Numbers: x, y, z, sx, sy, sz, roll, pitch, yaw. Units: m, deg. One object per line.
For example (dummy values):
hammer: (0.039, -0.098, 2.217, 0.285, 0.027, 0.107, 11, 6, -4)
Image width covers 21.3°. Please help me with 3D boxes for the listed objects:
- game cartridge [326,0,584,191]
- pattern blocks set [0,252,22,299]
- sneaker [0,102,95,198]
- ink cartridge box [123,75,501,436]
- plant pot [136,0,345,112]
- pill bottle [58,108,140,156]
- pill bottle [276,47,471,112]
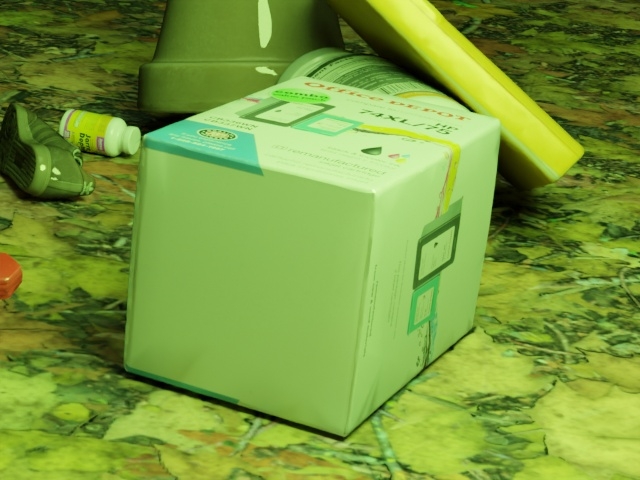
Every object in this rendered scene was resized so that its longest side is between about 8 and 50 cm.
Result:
game cartridge: (0.124, -0.180, 1.753, 0.324, 0.052, 0.285, 46, 0, 0)
pattern blocks set: (-0.408, 0.066, 1.229, 0.325, 0.026, 0.285, 9, 34, 9)
sneaker: (-0.286, -0.085, 1.759, 0.071, 0.066, 0.188, 15, 19, -27)
ink cartridge box: (0.000, 0.000, 1.364, 0.198, 0.197, 0.270, 14, 20, 21)
plant pot: (-0.080, -0.259, 1.959, 0.263, 0.229, 0.263, 0, 3, 0)
pill bottle: (-0.242, -0.117, 1.864, 0.083, 0.043, 0.043, 11, 20, 17)
pill bottle: (0.053, -0.101, 1.733, 0.162, 0.162, 0.278, -2, 19, -20)
